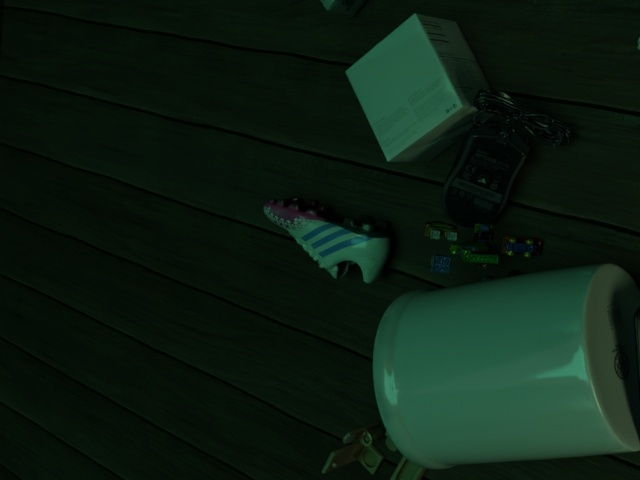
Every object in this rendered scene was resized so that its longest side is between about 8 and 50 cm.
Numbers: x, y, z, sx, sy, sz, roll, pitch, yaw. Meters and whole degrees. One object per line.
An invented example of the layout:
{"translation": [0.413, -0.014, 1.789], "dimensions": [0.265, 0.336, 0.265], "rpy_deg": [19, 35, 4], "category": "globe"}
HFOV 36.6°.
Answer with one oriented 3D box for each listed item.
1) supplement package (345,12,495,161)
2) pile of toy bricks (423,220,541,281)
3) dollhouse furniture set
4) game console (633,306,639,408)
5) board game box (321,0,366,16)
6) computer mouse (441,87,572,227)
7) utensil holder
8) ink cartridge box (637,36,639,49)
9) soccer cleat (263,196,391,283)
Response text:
{"translation": [0.194, -0.284, 1.828], "dimensions": [0.194, 0.149, 0.203], "rpy_deg": [-35, 72, 36], "category": "supplement package"}
{"translation": [0.292, 0.020, 1.803], "dimensions": [0.212, 0.105, 0.118], "rpy_deg": [6, 105, -3], "category": "pile of toy bricks"}
{"translation": [0.117, 0.456, 1.981], "dimensions": [0.151, 0.123, 0.144], "rpy_deg": [40, 118, 31], "category": "dollhouse furniture set"}
{"translation": [0.642, 0.233, 1.483], "dimensions": [0.250, 0.173, 0.293], "rpy_deg": [-4, 92, 41], "category": "game console"}
{"translation": [0.073, -0.640, 1.933], "dimensions": [0.303, 0.097, 0.224], "rpy_deg": [-46, 65, 32], "category": "board game box"}
{"translation": [0.317, -0.145, 1.771], "dimensions": [0.189, 0.072, 0.272], "rpy_deg": [24, 122, -5], "category": "computer mouse"}
{"translation": [0.338, 0.219, 1.645], "dimensions": [0.386, 0.328, 0.327], "rpy_deg": [-12, 86, 38], "category": "utensil holder"}
{"translation": [0.629, -0.311, 1.494], "dimensions": [0.218, 0.092, 0.158], "rpy_deg": [42, 118, 27], "category": "ink cartridge box"}
{"translation": [0.000, 0.000, 2.042], "dimensions": [0.331, 0.116, 0.143], "rpy_deg": [18, 105, 38], "category": "soccer cleat"}
